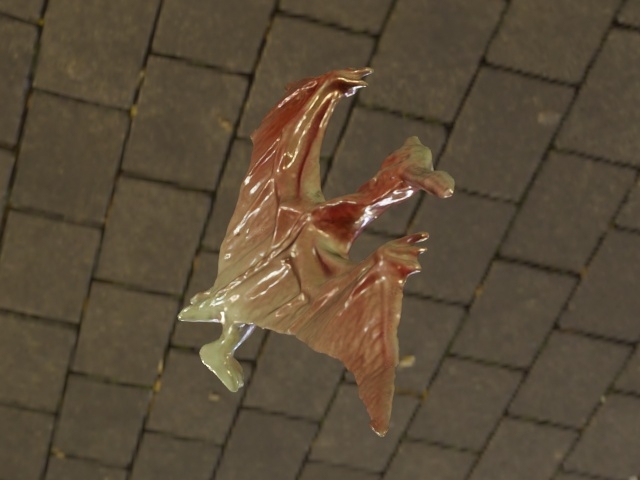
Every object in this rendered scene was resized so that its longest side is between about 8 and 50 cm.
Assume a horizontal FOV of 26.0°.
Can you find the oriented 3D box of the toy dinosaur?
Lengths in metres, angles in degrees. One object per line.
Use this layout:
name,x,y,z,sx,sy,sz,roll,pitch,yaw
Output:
toy dinosaur,-0.001,-0.001,0.439,0.108,0.220,0.032,-42,120,17
